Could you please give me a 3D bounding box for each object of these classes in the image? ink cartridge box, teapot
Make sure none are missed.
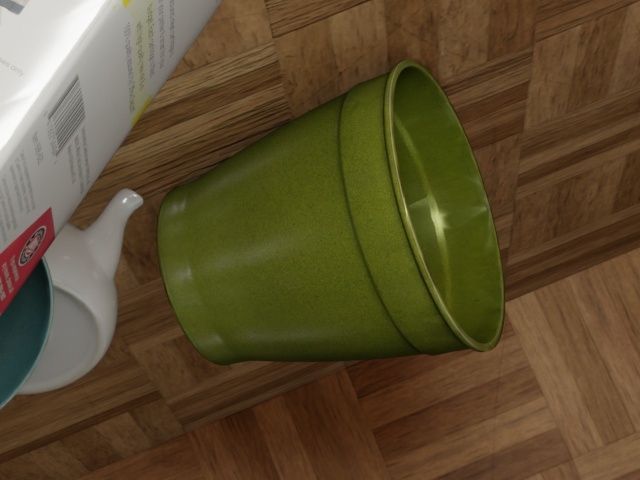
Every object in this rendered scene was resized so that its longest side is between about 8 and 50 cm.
[{"bbox_3d":[-0.216,-0.168,1.474,0.384,0.160,0.279,-56,173,-18],"label":"ink cartridge box"},{"bbox_3d":[-0.363,0.050,2.257,0.256,0.187,0.252,11,132,-16],"label":"teapot"}]

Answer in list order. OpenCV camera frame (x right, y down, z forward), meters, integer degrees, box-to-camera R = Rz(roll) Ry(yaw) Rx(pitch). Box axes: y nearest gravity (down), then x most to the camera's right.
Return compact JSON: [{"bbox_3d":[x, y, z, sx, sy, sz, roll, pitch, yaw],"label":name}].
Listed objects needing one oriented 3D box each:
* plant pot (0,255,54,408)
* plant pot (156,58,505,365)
[{"bbox_3d":[-0.455,0.050,2.021,0.290,0.195,0.290,-14,120,-26],"label":"plant pot"},{"bbox_3d":[0.000,0.000,2.353,0.353,0.366,0.366,-16,167,20],"label":"plant pot"}]
